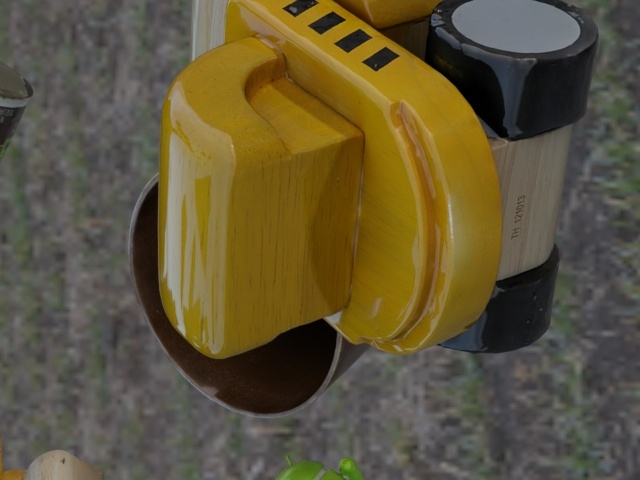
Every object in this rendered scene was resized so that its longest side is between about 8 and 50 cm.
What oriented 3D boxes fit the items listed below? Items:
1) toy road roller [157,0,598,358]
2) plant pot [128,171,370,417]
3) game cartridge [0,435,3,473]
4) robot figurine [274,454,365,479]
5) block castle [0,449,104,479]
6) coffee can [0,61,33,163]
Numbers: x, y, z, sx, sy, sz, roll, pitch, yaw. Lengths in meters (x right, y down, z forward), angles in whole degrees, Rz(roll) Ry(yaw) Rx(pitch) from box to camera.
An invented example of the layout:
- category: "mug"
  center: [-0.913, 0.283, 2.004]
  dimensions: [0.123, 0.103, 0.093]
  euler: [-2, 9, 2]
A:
- category: "toy road roller"
  center: [-0.015, -0.065, 1.008]
  dimensions: [0.329, 0.240, 0.202]
  euler: [39, 135, 41]
- category: "plant pot"
  center: [0.000, 0.000, 1.424]
  dimensions: [0.215, 0.230, 0.215]
  euler: [18, 121, 34]
- category: "game cartridge"
  center: [-0.454, 0.226, 1.719]
  dimensions: [0.052, 0.323, 0.285]
  euler: [9, 106, 41]
- category: "robot figurine"
  center: [0.006, 0.226, 1.428]
  dimensions: [0.101, 0.115, 0.067]
  euler: [-52, -10, -22]
- category: "block castle"
  center: [-0.252, 0.381, 1.142]
  dimensions: [0.213, 0.303, 0.453]
  euler: [-101, 5, -61]
- category: "coffee can"
  center: [-0.480, -0.090, 2.024]
  dimensions: [0.275, 0.201, 0.201]
  euler: [-64, 35, 14]
